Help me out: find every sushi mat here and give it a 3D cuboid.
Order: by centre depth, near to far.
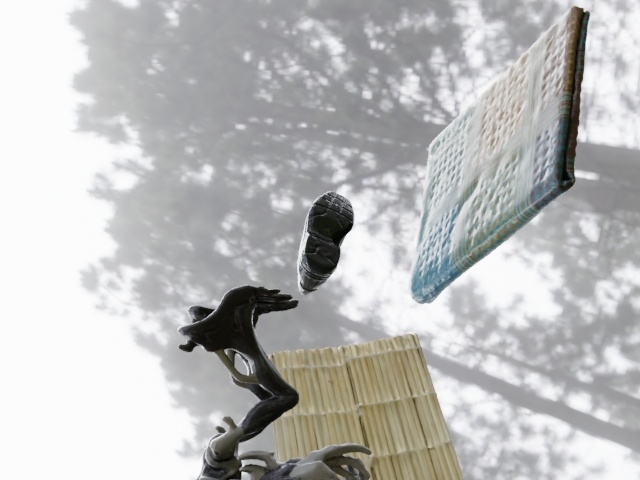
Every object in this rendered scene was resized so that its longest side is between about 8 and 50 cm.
[{"bbox_3d":[0.039,0.186,1.031,0.151,0.317,0.019,-6,-57,-5],"label":"sushi mat"}]

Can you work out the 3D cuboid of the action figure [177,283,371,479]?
[{"bbox_3d":[-0.030,0.173,0.879,0.140,0.164,0.276,-6,-101,-5],"label":"action figure"}]

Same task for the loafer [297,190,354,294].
[{"bbox_3d":[0.000,0.000,1.573,0.062,0.061,0.170,27,-141,-3],"label":"loafer"}]

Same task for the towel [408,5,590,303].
[{"bbox_3d":[0.221,-0.095,1.542,0.040,0.370,0.272,20,-119,-16],"label":"towel"}]
